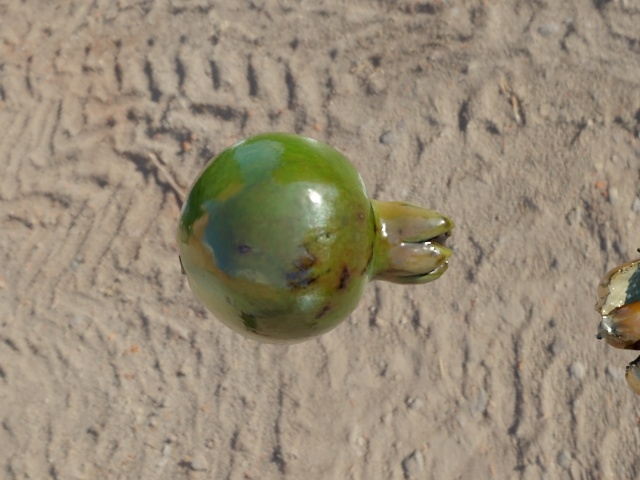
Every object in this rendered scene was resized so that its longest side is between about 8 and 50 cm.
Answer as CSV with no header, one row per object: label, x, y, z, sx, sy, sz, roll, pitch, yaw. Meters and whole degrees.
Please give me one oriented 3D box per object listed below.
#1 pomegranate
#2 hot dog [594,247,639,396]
pomegranate,-0.010,0.010,0.719,0.189,0.241,0.159,-59,6,-7
hot dog,0.289,0.047,0.491,0.270,0.072,0.109,-4,45,-10
